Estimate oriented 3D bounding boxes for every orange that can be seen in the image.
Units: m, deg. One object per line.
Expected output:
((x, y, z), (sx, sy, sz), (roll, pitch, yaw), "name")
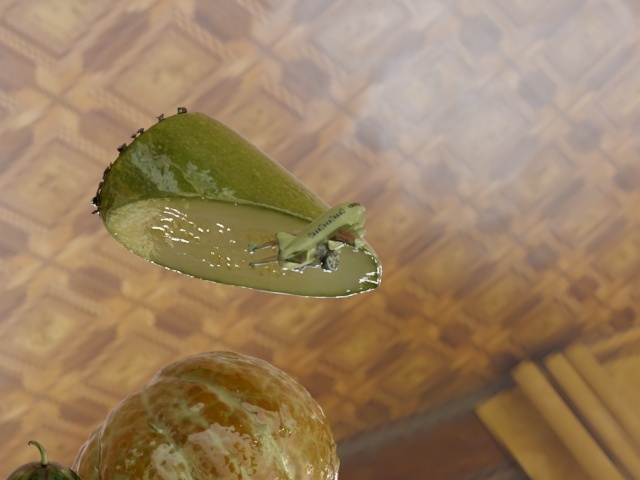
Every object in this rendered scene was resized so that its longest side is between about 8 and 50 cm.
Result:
((-0.139, 0.272, 1.860), (0.329, 0.249, 0.329), (-35, 169, -7), "orange")

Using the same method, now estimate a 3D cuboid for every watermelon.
((-0.281, 0.268, 1.672), (0.109, 0.109, 0.109), (-24, 145, -18), "watermelon")

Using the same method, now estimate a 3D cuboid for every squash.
((-0.089, -0.001, 1.730), (0.189, 0.260, 0.189), (-37, 155, -21), "squash")

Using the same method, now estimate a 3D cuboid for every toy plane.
((0.000, 0.000, 1.197), (0.111, 0.102, 0.040), (-23, 110, -49), "toy plane")
